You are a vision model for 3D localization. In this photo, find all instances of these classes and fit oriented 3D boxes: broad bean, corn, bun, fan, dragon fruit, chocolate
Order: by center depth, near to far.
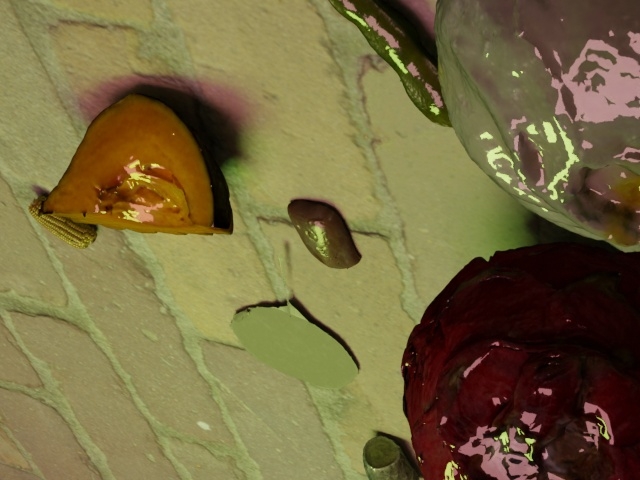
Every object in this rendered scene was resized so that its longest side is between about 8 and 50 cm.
[{"bbox_3d":[0.254,-0.115,1.046,0.361,0.211,0.362,7,146,5],"label":"bun"},{"bbox_3d":[0.045,-0.191,1.274,0.256,0.053,0.052,41,-176,-18],"label":"broad bean"},{"bbox_3d":[0.227,0.153,1.367,0.329,0.329,0.329,20,147,13],"label":"dragon fruit"},{"bbox_3d":[0.000,0.000,1.597,0.064,0.031,0.101,11,146,33],"label":"chocolate"},{"bbox_3d":[-0.036,0.098,1.779,0.182,0.010,0.310,19,150,14],"label":"fan"},{"bbox_3d":[-0.325,-0.022,1.810,0.092,0.037,0.037,37,147,-10],"label":"corn"}]

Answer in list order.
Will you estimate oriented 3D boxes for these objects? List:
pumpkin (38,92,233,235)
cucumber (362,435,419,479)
[{"bbox_3d":[-0.177,-0.081,1.582,0.254,0.149,0.130,3,180,35],"label":"pumpkin"},{"bbox_3d":[0.094,0.311,1.942,0.064,0.064,0.112,6,139,32],"label":"cucumber"}]
